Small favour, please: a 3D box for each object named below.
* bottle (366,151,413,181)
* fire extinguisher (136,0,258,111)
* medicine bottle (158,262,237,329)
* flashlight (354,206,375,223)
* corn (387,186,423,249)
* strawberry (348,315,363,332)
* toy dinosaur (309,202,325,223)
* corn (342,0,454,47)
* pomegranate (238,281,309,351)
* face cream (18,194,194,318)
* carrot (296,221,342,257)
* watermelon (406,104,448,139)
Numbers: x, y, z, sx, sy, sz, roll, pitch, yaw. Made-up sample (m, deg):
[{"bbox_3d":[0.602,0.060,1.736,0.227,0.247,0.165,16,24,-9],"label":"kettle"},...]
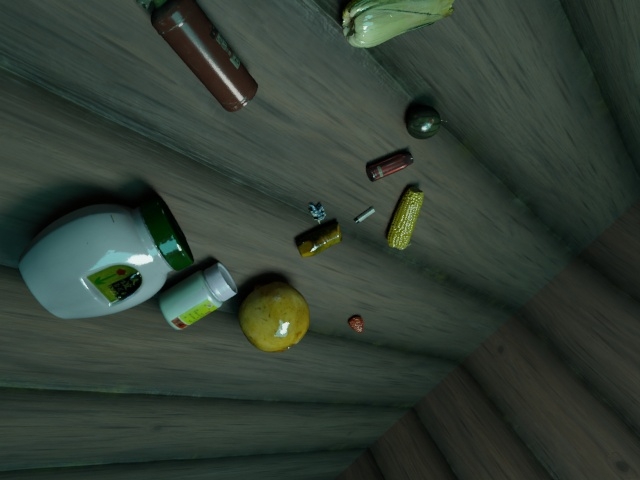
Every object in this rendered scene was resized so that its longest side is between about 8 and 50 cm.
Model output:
[{"bbox_3d":[0.239,-0.254,1.368,0.164,0.060,0.060,-24,135,-10],"label":"bottle"},{"bbox_3d":[-0.262,-0.456,0.881,0.147,0.106,0.337,-56,138,-13],"label":"fire extinguisher"},{"bbox_3d":[-0.400,0.180,1.319,0.225,0.139,0.139,-32,136,-2],"label":"medicine bottle"},{"bbox_3d":[0.162,-0.092,1.489,0.083,0.018,0.018,-36,137,2],"label":"flashlight"},{"bbox_3d":[0.324,-0.081,1.542,0.091,0.091,0.260,-2,125,-26],"label":"corn"},{"bbox_3d":[0.169,0.394,1.874,0.073,0.083,0.073,-10,144,-7],"label":"strawberry"},{"bbox_3d":[-0.012,-0.096,1.379,0.047,0.030,0.083,-30,136,-7],"label":"toy dinosaur"},{"bbox_3d":[0.200,-0.576,1.016,0.305,0.122,0.123,-24,136,-12],"label":"corn"},{"bbox_3d":[-0.169,0.269,1.453,0.264,0.264,0.264,-16,133,-17],"label":"pomegranate"},{"bbox_3d":[-0.544,0.045,1.062,0.357,0.219,0.312,-27,134,-11],"label":"face cream"},{"bbox_3d":[0.000,0.000,1.434,0.173,0.082,0.082,-25,136,-4],"label":"carrot"},{"bbox_3d":[0.339,-0.375,1.277,0.133,0.105,0.105,-5,132,-1],"label":"watermelon"}]
